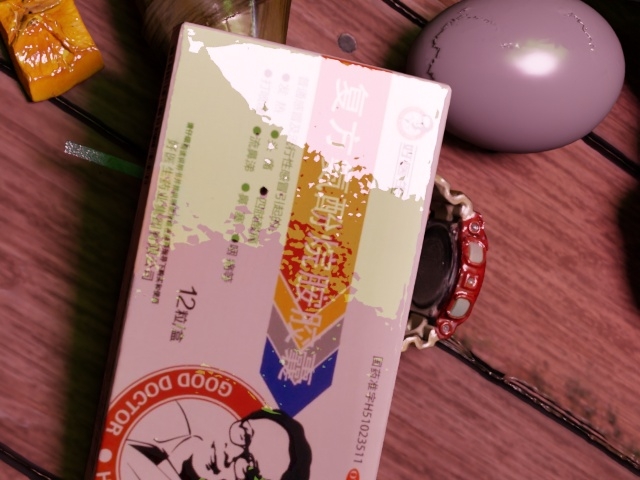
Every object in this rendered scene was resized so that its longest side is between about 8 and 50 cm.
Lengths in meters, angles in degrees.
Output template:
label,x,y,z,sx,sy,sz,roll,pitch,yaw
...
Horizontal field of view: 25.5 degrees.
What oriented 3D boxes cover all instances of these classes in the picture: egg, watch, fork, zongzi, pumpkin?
label,x,y,z,sx,sy,sz,roll,pitch,yaw
egg,0.172,-0.149,1.244,0.198,0.146,0.146,-2,77,-21
watch,0.008,-0.003,1.143,0.268,0.102,0.165,24,86,-23
fork,-0.103,-0.039,1.133,0.235,0.021,0.039,19,64,-32
zongzi,-0.040,-0.206,1.172,0.242,0.112,0.221,-18,83,-31
pumpkin,-0.216,-0.167,1.114,0.073,0.035,0.101,-29,88,-33

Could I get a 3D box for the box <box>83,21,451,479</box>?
label,x,y,z,sx,sy,sz,roll,pitch,yaw
box,-0.040,0.033,1.060,0.214,0.069,0.353,12,91,-16
